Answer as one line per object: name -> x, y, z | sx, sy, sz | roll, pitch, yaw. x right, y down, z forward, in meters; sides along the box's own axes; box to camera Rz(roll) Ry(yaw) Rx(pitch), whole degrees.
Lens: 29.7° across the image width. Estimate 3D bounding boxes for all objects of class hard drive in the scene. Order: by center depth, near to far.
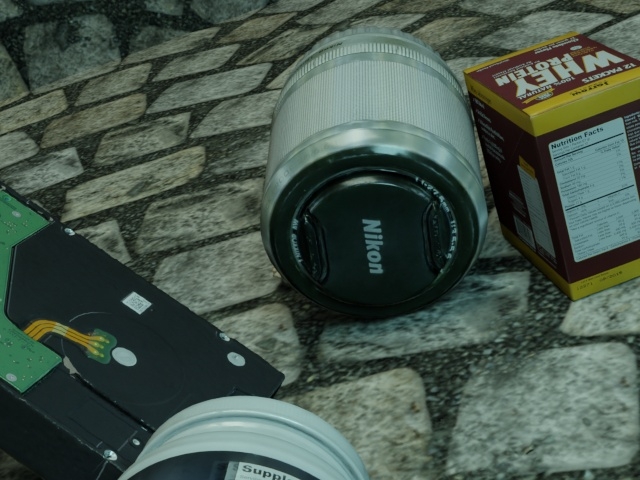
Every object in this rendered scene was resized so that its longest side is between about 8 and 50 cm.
hard drive -> -0.219, 0.090, 1.024 | 0.339, 0.064, 0.237 | 34, 27, 4

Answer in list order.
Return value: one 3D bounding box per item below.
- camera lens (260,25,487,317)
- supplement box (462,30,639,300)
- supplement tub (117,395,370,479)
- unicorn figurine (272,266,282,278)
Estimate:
camera lens -> 0.054, -0.073, 1.244 | 0.219, 0.219, 0.274 | -13, 34, 11
supplement box -> 0.250, -0.080, 1.193 | 0.129, 0.194, 0.191 | -20, 23, -6
supplement tub -> -0.059, 0.235, 0.714 | 0.191, 0.191, 0.272 | -13, 24, 12
unicorn figurine -> 0.000, 0.000, 1.382 | 0.111, 0.060, 0.162 | -6, 38, 3
